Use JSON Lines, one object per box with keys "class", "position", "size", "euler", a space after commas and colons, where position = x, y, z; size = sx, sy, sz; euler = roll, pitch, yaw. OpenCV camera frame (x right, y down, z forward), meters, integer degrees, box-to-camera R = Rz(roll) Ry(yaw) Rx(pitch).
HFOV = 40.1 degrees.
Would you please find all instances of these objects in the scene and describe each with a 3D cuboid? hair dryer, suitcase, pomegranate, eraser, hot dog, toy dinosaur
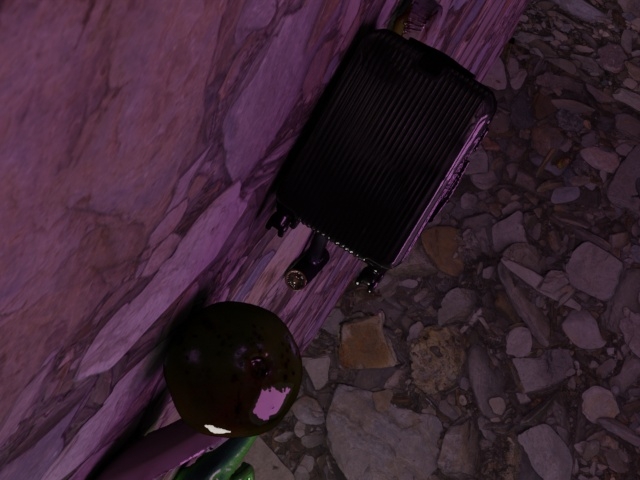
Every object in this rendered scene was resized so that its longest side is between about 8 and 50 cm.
{"class": "hair dryer", "position": [0.006, -0.008, 1.730], "size": [0.194, 0.050, 0.173], "euler": [-64, 174, 20]}
{"class": "suitcase", "position": [0.080, -0.106, 1.146], "size": [0.312, 0.202, 0.128], "euler": [-59, 173, 14]}
{"class": "pomegranate", "position": [-0.126, 0.175, 1.153], "size": [0.181, 0.181, 0.224], "euler": [-53, -169, -31]}
{"class": "eraser", "position": [-0.234, 0.299, 1.232], "size": [0.204, 0.059, 0.243], "euler": [-30, 175, 32]}
{"class": "hot dog", "position": [0.123, -0.277, 1.288], "size": [0.108, 0.059, 0.191], "euler": [-49, 168, -42]}
{"class": "toy dinosaur", "position": [-0.288, 0.532, 1.895], "size": [0.374, 0.144, 0.499], "euler": [-34, 156, -42]}
